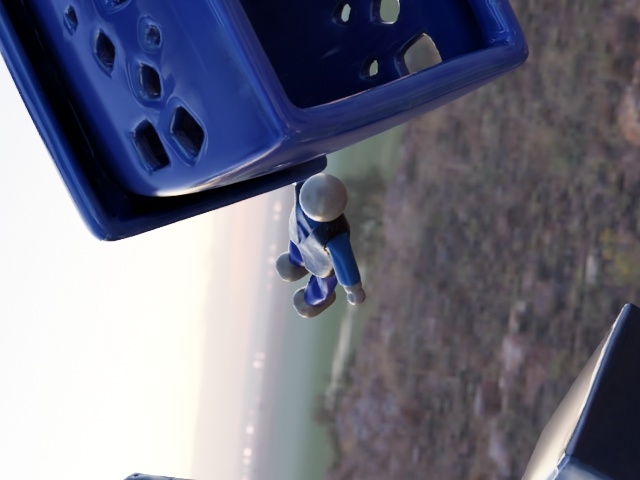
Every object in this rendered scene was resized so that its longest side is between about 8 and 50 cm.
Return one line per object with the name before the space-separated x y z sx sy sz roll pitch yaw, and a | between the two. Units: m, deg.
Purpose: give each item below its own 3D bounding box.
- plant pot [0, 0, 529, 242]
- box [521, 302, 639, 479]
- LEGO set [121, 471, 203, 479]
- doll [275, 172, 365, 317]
plant pot | -0.057 -0.140 0.829 0.212 0.236 0.236 -31 84 43
box | 0.415 0.297 1.469 0.212 0.395 0.293 -60 -7 -36
LEGO set | -0.120 0.320 1.062 0.331 0.192 0.255 -14 -77 -58
doll | 0.000 0.000 1.161 0.129 0.046 0.189 63 164 21
